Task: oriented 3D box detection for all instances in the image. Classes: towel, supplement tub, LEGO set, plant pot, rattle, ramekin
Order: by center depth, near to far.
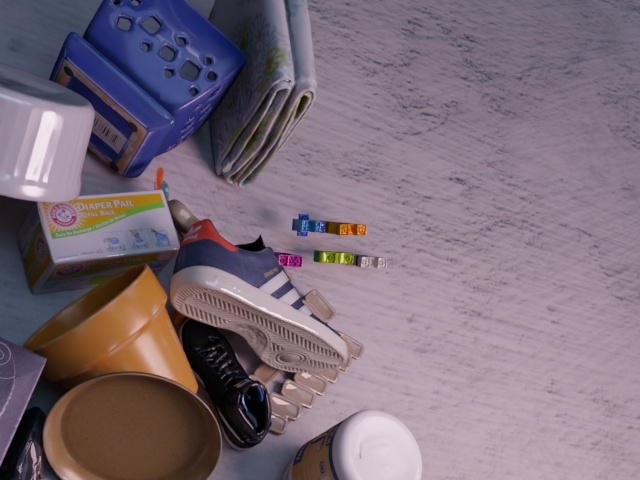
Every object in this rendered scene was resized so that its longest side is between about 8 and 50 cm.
[{"bbox_3d":[-0.250,0.262,1.445,0.236,0.236,0.032,26,26,-18],"label":"plant pot"},{"bbox_3d":[-0.274,0.166,1.504,0.205,0.205,0.188,-44,106,-41],"label":"plant pot"},{"bbox_3d":[-0.452,-0.165,1.507,0.277,0.135,0.277,21,12,-4],"label":"ramekin"},{"bbox_3d":[0.040,0.344,1.585,0.144,0.200,0.144,16,56,-25],"label":"supplement tub"},{"bbox_3d":[-0.234,0.007,1.681,0.143,0.130,0.199,-41,103,3],"label":"rattle"},{"bbox_3d":[-0.292,-0.249,1.701,0.236,0.236,0.212,41,56,-5],"label":"plant pot"},{"bbox_3d":[-0.104,-0.317,1.796,0.090,0.320,0.374,4,62,-24],"label":"towel"},{"bbox_3d":[0.000,0.000,1.843,0.227,0.093,0.087,3,93,-36],"label":"LEGO set"}]

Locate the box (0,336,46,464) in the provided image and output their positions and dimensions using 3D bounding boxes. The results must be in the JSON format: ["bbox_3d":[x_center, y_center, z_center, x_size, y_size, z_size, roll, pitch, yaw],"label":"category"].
[{"bbox_3d":[-0.477,0.238,1.353,0.163,0.142,0.247,29,52,-16],"label":"box"}]

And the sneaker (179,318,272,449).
[{"bbox_3d":[-0.131,0.199,1.597,0.079,0.121,0.217,-24,82,-27],"label":"sneaker"}]

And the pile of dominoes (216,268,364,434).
[{"bbox_3d":[-0.069,0.183,1.731,0.196,0.040,0.251,48,58,-1],"label":"pile of dominoes"}]

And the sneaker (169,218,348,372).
[{"bbox_3d":[-0.078,0.081,1.624,0.350,0.131,0.148,38,40,-42],"label":"sneaker"}]

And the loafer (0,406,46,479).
[{"bbox_3d":[-0.395,0.304,1.431,0.061,0.062,0.170,41,49,-36],"label":"loafer"}]

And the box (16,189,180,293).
[{"bbox_3d":[-0.330,0.001,1.603,0.203,0.114,0.103,-7,67,-34],"label":"box"}]
